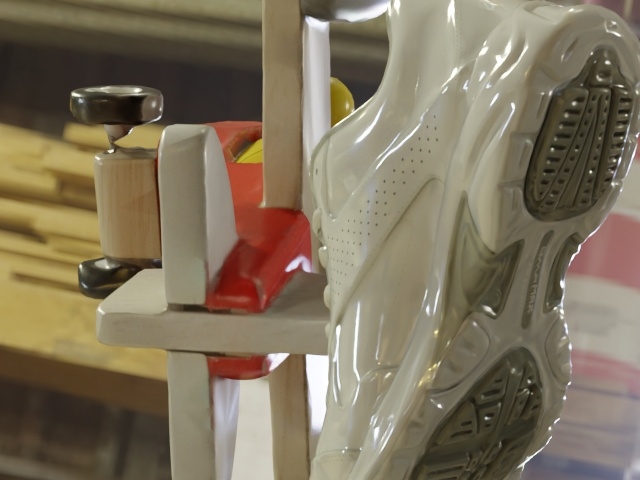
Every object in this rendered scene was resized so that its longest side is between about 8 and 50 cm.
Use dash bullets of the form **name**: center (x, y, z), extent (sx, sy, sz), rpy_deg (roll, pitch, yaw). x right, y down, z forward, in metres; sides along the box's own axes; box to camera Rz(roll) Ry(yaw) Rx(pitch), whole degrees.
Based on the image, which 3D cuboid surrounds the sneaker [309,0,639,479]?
- **sneaker**: center (0.037, 0.011, 0.621), extent (0.090, 0.232, 0.115), rpy_deg (5, 21, -45)

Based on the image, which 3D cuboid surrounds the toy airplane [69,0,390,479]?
- **toy airplane**: center (0.000, 0.000, 0.957), extent (0.272, 0.384, 0.386), rpy_deg (-2, -32, -10)
